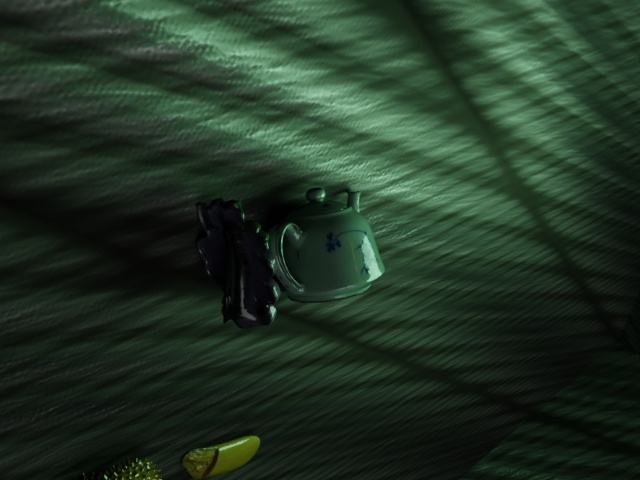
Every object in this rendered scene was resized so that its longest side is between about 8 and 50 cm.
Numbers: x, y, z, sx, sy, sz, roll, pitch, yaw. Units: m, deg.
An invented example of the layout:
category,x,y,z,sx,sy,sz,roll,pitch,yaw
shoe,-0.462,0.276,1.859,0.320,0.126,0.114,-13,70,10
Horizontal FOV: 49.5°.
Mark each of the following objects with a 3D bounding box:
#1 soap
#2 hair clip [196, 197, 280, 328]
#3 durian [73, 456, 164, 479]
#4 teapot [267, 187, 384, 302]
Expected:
category,x,y,z,sx,sy,sz,roll,pitch,yaw
soap,-0.181,0.399,1.269,0.169,0.033,0.089,-2,125,-46
hair clip,-0.110,0.032,0.864,0.052,0.124,0.195,-46,144,-46
durian,-0.317,0.411,1.046,0.168,0.137,0.158,-12,115,-52
teapot,0.000,0.000,0.947,0.232,0.159,0.158,-26,146,-56
